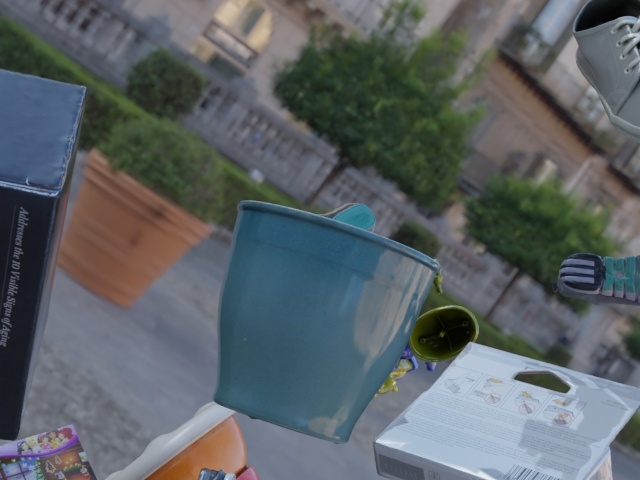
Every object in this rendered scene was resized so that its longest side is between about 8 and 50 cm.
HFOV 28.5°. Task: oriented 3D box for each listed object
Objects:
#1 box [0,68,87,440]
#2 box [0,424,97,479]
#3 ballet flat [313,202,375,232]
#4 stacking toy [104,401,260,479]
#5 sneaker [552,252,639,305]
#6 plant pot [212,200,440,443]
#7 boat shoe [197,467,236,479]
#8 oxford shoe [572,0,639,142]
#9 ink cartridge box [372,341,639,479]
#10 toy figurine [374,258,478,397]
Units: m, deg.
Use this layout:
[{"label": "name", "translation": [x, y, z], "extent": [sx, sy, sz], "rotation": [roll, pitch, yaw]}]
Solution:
[{"label": "box", "translation": [-0.616, -0.006, 1.803], "extent": [0.471, 0.480, 0.297], "rotation": [13, 36, -9]}, {"label": "box", "translation": [-0.513, 0.436, 2.076], "extent": [0.293, 0.057, 0.201], "rotation": [-15, 53, -27]}, {"label": "ballet flat", "translation": [0.000, 0.000, 1.877], "extent": [0.232, 0.073, 0.080], "rotation": [-16, 74, -53]}, {"label": "stacking toy", "translation": [-0.201, 0.609, 2.622], "extent": [0.480, 0.350, 0.350], "rotation": [52, 5, 6]}, {"label": "sneaker", "translation": [0.480, 0.069, 1.978], "extent": [0.223, 0.083, 0.098], "rotation": [11, -20, 1]}, {"label": "plant pot", "translation": [-0.013, 0.113, 1.602], "extent": [0.271, 0.255, 0.271], "rotation": [17, -6, 2]}, {"label": "boat shoe", "translation": [-0.230, 0.517, 2.298], "extent": [0.079, 0.254, 0.095], "rotation": [12, -44, 12]}, {"label": "oxford shoe", "translation": [0.481, -0.256, 1.850], "extent": [0.449, 0.169, 0.130], "rotation": [-110, -176, -60]}, {"label": "ink cartridge box", "translation": [0.265, 0.267, 1.738], "extent": [0.296, 0.261, 0.066], "rotation": [13, -53, 37]}, {"label": "toy figurine", "translation": [0.121, 0.189, 2.309], "extent": [0.191, 0.362, 0.217], "rotation": [65, 13, 15]}]
